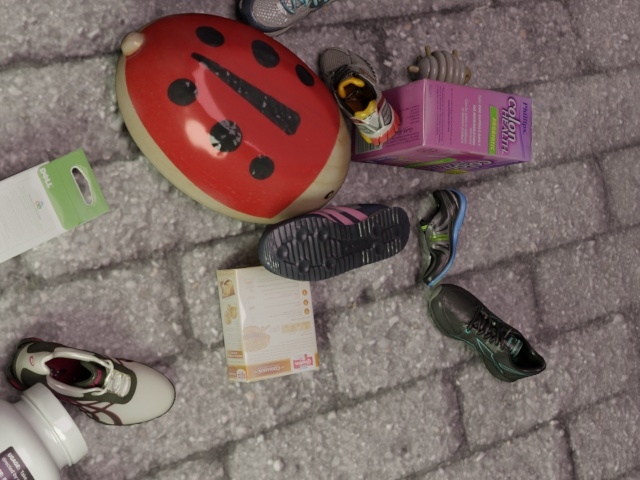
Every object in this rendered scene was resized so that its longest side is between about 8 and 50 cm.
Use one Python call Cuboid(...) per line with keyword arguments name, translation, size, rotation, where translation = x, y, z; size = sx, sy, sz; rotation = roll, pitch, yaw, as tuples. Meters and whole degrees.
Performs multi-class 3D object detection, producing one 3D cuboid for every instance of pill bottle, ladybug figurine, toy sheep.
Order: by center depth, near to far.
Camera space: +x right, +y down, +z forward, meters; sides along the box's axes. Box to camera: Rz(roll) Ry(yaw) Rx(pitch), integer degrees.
Cuboid(name="pill bottle", translation=(-0.483, 0.337, 1.553), size=(0.323, 0.181, 0.181), rotation=(-35, 105, -24))
Cuboid(name="ladybug figurine", translation=(-0.123, -0.201, 1.843), size=(0.449, 0.162, 0.305), rotation=(29, 72, -27))
Cuboid(name="toy sheep", translation=(0.219, -0.312, 2.115), size=(0.132, 0.091, 0.091), rotation=(2, 85, -18))

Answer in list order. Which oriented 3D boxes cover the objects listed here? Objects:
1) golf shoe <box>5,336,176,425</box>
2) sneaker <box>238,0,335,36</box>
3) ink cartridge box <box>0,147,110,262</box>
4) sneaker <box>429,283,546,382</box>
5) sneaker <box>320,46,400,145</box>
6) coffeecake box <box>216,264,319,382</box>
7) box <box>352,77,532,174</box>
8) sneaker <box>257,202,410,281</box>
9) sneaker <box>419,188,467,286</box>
Cuboid(name="golf shoe", translation=(-0.329, 0.219, 1.711), size=(0.273, 0.120, 0.105), rotation=(18, 76, -31))
Cuboid(name="sneaker", translation=(-0.017, -0.442, 1.950), size=(0.283, 0.122, 0.110), rotation=(-35, 104, -29))
Cuboid(name="ink cartridge box", translation=(-0.432, -0.048, 1.696), size=(0.209, 0.062, 0.109), rotation=(-29, 102, -31))
Cuboid(name="sneaker", translation=(0.315, 0.167, 2.129), size=(0.267, 0.106, 0.101), rotation=(39, 69, -22))
Cuboid(name="sneaker", translation=(0.059, -0.264, 1.944), size=(0.088, 0.225, 0.093), rotation=(-38, 140, 6))
Cuboid(name="coffeecake box", translation=(-0.087, 0.132, 1.897), size=(0.142, 0.068, 0.185), rotation=(-6, 90, -34))
Cuboid(name="box", translation=(0.213, -0.196, 2.024), size=(0.243, 0.213, 0.117), rotation=(4, 84, -33))
Cuboid(name="sneaker", translation=(0.000, 0.000, 1.909), size=(0.319, 0.131, 0.112), rotation=(-7, 101, -42))
Cuboid(name="sneaker", translation=(0.214, -0.006, 2.110), size=(0.078, 0.067, 0.188), rotation=(15, 80, -9))
